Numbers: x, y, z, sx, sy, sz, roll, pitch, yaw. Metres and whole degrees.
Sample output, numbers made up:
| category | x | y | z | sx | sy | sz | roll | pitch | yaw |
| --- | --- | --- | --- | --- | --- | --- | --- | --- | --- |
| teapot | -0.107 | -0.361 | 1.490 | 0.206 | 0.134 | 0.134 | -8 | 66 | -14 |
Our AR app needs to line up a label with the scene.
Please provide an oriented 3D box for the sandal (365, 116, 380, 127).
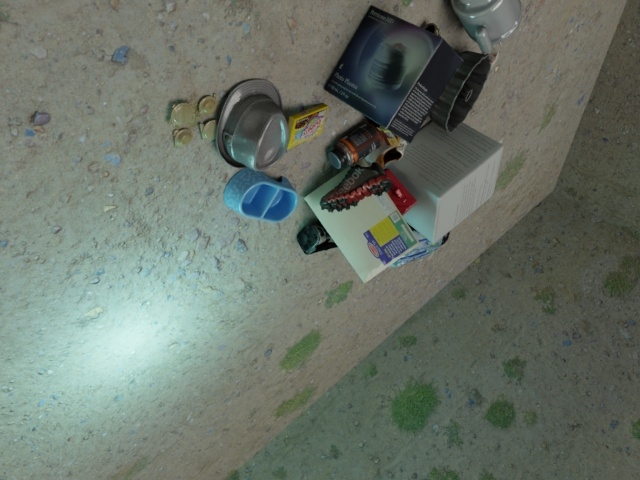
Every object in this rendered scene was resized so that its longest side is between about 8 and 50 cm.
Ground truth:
| category | x | y | z | sx | sy | sz | roll | pitch | yaw |
| --- | --- | --- | --- | --- | --- | --- | --- | --- | --- |
| sandal | 0.193 | -0.459 | 1.744 | 0.040 | 0.067 | 0.179 | -60 | 146 | -1 |

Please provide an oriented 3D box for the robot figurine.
| category | x | y | z | sx | sy | sz | roll | pitch | yaw |
| --- | --- | --- | --- | --- | --- | --- | --- | --- | --- |
| robot figurine | 0.588 | -0.825 | 1.682 | 0.354 | 0.200 | 0.299 | 15 | 84 | -55 |

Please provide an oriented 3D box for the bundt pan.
| category | x | y | z | sx | sy | sz | roll | pitch | yaw |
| --- | --- | --- | --- | --- | --- | --- | --- | --- | --- |
| bundt pan | 0.542 | -0.604 | 1.912 | 0.331 | 0.124 | 0.330 | -45 | 156 | -26 |

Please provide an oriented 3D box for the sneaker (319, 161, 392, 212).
| category | x | y | z | sx | sy | sz | roll | pitch | yaw |
| --- | --- | --- | --- | --- | --- | --- | --- | --- | --- |
| sneaker | 0.117 | -0.199 | 1.742 | 0.276 | 0.134 | 0.098 | -23 | 159 | 13 |

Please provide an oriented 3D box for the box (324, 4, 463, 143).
| category | x | y | z | sx | sy | sz | roll | pitch | yaw |
| --- | --- | --- | --- | --- | --- | --- | --- | --- | --- |
| box | 0.219 | -0.515 | 1.488 | 0.183 | 0.296 | 0.293 | 10 | 116 | -54 |

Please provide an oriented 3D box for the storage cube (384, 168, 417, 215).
| category | x | y | z | sx | sy | sz | roll | pitch | yaw |
| --- | --- | --- | --- | --- | --- | --- | --- | --- | --- |
| storage cube | 0.240 | -0.155 | 1.961 | 0.193 | 0.183 | 0.215 | -44 | -173 | -6 |

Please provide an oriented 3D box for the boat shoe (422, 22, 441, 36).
| category | x | y | z | sx | sy | sz | roll | pitch | yaw |
| --- | --- | --- | --- | --- | --- | --- | --- | --- | --- |
| boat shoe | 0.308 | -0.611 | 1.668 | 0.324 | 0.117 | 0.096 | -50 | 145 | -4 |

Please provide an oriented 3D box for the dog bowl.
| category | x | y | z | sx | sy | sz | roll | pitch | yaw |
| --- | --- | --- | --- | --- | --- | --- | --- | --- | --- |
| dog bowl | -0.189 | -0.144 | 1.619 | 0.297 | 0.074 | 0.165 | 12 | 116 | -54 |

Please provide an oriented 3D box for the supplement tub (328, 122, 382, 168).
| category | x | y | z | sx | sy | sz | roll | pitch | yaw |
| --- | --- | --- | --- | --- | --- | --- | --- | --- | --- |
| supplement tub | 0.125 | -0.342 | 1.750 | 0.198 | 0.106 | 0.106 | -36 | 147 | -19 |

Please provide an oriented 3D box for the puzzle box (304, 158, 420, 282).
| category | x | y | z | sx | sy | sz | roll | pitch | yaw |
| --- | --- | --- | --- | --- | --- | --- | --- | --- | --- |
| puzzle box | 0.160 | -0.074 | 1.830 | 0.272 | 0.408 | 0.052 | -35 | -172 | -3 |

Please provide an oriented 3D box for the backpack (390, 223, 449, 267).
| category | x | y | z | sx | sy | sz | roll | pitch | yaw |
| --- | --- | --- | --- | --- | --- | --- | --- | --- | --- |
| backpack | 0.391 | -0.014 | 2.284 | 0.356 | 0.290 | 0.273 | -1 | 108 | -43 |

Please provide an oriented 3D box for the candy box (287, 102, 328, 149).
| category | x | y | z | sx | sy | sz | roll | pitch | yaw |
| --- | --- | --- | --- | --- | --- | --- | --- | --- | --- |
| candy box | -0.046 | -0.368 | 1.532 | 0.206 | 0.027 | 0.105 | -39 | 156 | -49 |

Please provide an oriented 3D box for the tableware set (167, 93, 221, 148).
| category | x | y | z | sx | sy | sz | roll | pitch | yaw |
| --- | --- | --- | --- | --- | --- | --- | --- | --- | --- |
| tableware set | -0.335 | -0.320 | 1.291 | 0.169 | 0.020 | 0.141 | -28 | 146 | -34 |

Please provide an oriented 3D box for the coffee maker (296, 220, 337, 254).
| category | x | y | z | sx | sy | sz | roll | pitch | yaw |
| --- | --- | --- | --- | --- | --- | --- | --- | --- | --- |
| coffee maker | 0.000 | 0.000 | 1.969 | 0.178 | 0.120 | 0.171 | -12 | 135 | -43 |

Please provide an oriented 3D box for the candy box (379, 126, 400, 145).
| category | x | y | z | sx | sy | sz | roll | pitch | yaw |
| --- | --- | --- | --- | --- | --- | --- | --- | --- | --- |
| candy box | 0.270 | -0.457 | 1.763 | 0.109 | 0.053 | 0.186 | 43 | 58 | -59 |

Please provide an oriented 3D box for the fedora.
| category | x | y | z | sx | sy | sz | roll | pitch | yaw |
| --- | --- | --- | --- | --- | --- | --- | --- | --- | --- |
| fedora | -0.173 | -0.312 | 1.390 | 0.244 | 0.124 | 0.275 | -17 | 138 | -47 |

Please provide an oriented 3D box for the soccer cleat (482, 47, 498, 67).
| category | x | y | z | sx | sy | sz | roll | pitch | yaw |
| --- | --- | --- | --- | --- | --- | --- | --- | --- | --- |
| soccer cleat | 0.692 | -0.731 | 2.055 | 0.196 | 0.068 | 0.076 | -57 | 163 | 17 |

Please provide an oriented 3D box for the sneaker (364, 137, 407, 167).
| category | x | y | z | sx | sy | sz | roll | pitch | yaw |
| --- | --- | --- | --- | --- | --- | --- | --- | --- | --- |
| sneaker | 0.319 | -0.389 | 1.921 | 0.290 | 0.123 | 0.105 | -43 | 147 | -10 |

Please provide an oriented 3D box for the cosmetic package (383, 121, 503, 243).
| category | x | y | z | sx | sy | sz | roll | pitch | yaw |
| --- | --- | --- | --- | --- | --- | --- | --- | --- | --- |
| cosmetic package | 0.522 | -0.276 | 2.096 | 0.394 | 0.329 | 0.327 | -37 | 148 | -15 |
